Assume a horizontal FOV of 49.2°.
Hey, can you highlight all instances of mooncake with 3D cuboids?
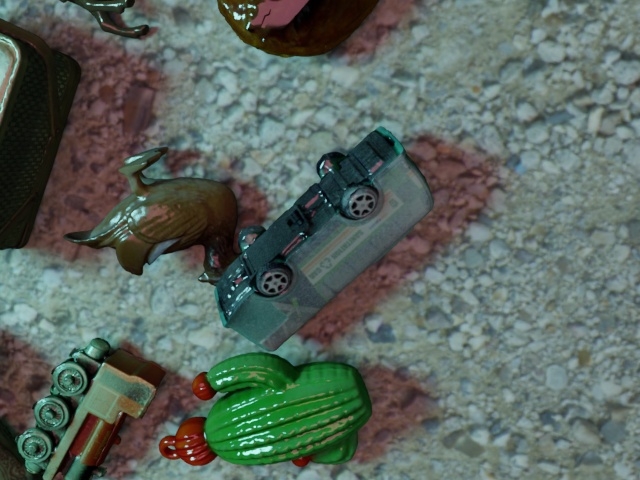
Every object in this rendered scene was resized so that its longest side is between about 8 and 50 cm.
[{"bbox_3d":[-0.404,0.291,0.832,0.125,0.073,0.130,43,97,1],"label":"mooncake"}]

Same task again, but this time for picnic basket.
[{"bbox_3d":[-0.386,-0.116,0.744,0.165,0.139,0.266,22,99,2],"label":"picnic basket"}]

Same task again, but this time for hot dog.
[{"bbox_3d":[-0.007,-0.292,0.707,0.160,0.099,0.227,42,100,-1],"label":"hot dog"}]

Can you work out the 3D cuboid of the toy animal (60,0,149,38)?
[{"bbox_3d":[-0.221,-0.341,0.726,0.186,0.094,0.214,44,107,7],"label":"toy animal"}]

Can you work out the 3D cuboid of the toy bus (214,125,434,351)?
[{"bbox_3d":[0.000,0.000,0.743,0.262,0.091,0.109,-42,124,10],"label":"toy bus"}]

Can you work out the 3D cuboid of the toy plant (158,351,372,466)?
[{"bbox_3d":[-0.064,0.190,0.774,0.240,0.088,0.154,3,120,1],"label":"toy plant"}]

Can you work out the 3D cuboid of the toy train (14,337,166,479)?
[{"bbox_3d":[-0.268,0.204,0.810,0.118,0.074,0.176,28,97,-2],"label":"toy train"}]

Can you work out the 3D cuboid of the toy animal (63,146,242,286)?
[{"bbox_3d":[-0.177,-0.006,0.773,0.188,0.089,0.179,-23,110,2],"label":"toy animal"}]
